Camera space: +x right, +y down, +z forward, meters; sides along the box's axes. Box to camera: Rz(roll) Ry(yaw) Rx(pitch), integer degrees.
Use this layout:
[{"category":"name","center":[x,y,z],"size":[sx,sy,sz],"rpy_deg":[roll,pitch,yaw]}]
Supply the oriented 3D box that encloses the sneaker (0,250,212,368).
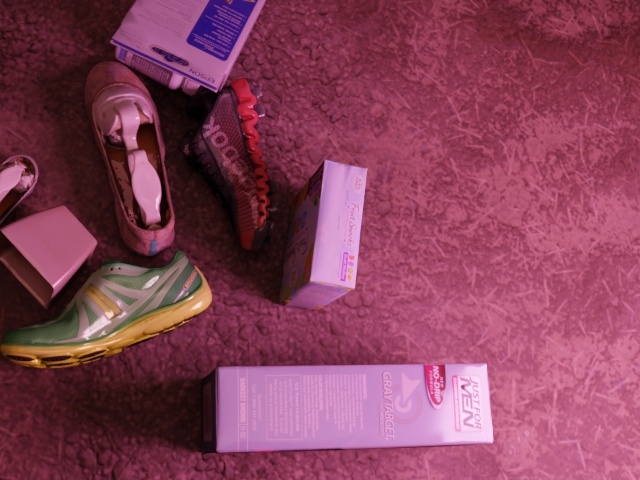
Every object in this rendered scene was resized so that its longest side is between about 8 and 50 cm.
[{"category":"sneaker","center":[-0.303,0.096,1.175],"size":[0.295,0.109,0.124],"rpy_deg":[-19,78,-26]}]

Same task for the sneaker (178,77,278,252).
[{"category":"sneaker","center":[-0.141,-0.109,1.261],"size":[0.135,0.097,0.276],"rpy_deg":[-7,77,-16]}]

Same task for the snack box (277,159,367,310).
[{"category":"snack box","center":[0.000,0.000,1.212],"size":[0.070,0.207,0.175],"rpy_deg":[10,75,-11]}]

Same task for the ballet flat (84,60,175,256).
[{"category":"ballet flat","center":[-0.272,-0.135,1.229],"size":[0.107,0.106,0.316],"rpy_deg":[-16,81,-17]}]

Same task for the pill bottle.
[{"category":"pill bottle","center":[-0.237,-0.280,1.288],"size":[0.137,0.078,0.078],"rpy_deg":[29,72,-6]}]

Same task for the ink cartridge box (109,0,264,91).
[{"category":"ink cartridge box","center":[-0.186,-0.338,1.260],"size":[0.165,0.065,0.333],"rpy_deg":[26,48,-8]}]

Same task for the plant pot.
[{"category":"plant pot","center":[-0.377,0.015,1.172],"size":[0.109,0.109,0.096],"rpy_deg":[47,60,0]}]

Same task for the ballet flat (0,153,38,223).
[{"category":"ballet flat","center":[-0.467,-0.042,1.151],"size":[0.072,0.068,0.213],"rpy_deg":[39,55,-12]}]

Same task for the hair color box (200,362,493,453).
[{"category":"hair color box","center":[0.029,0.237,1.174],"size":[0.374,0.185,0.114],"rpy_deg":[1,76,-14]}]
